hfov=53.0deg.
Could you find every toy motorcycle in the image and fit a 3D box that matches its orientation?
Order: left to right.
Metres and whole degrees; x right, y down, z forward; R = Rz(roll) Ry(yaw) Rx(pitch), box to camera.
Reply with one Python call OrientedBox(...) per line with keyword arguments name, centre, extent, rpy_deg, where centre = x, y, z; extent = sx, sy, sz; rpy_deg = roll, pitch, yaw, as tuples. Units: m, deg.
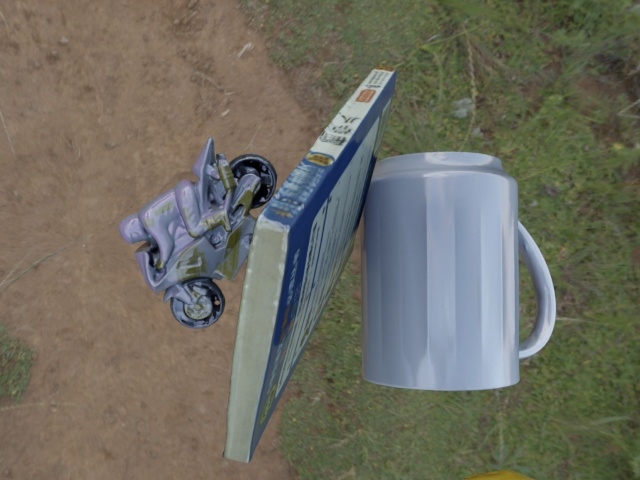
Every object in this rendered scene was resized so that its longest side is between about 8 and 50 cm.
OrientedBox(name="toy motorcycle", centre=(-0.152, -0.012, 0.749), extent=(0.152, 0.073, 0.225), rpy_deg=(22, 99, -17))

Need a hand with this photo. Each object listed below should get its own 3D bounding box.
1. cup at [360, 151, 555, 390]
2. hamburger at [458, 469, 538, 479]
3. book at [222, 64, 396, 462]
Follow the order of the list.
OrientedBox(name="cup", centre=(0.217, 0.046, 0.981), extent=(0.322, 0.237, 0.327), rpy_deg=(2, 85, -18))
OrientedBox(name="hamburger", centre=(0.086, 0.204, 0.341), extent=(0.162, 0.162, 0.115), rpy_deg=(-37, 97, -17))
OrientedBox(name="book", centre=(0.000, 0.000, 0.736), extent=(0.039, 0.428, 0.300), rpy_deg=(18, 124, 9))
